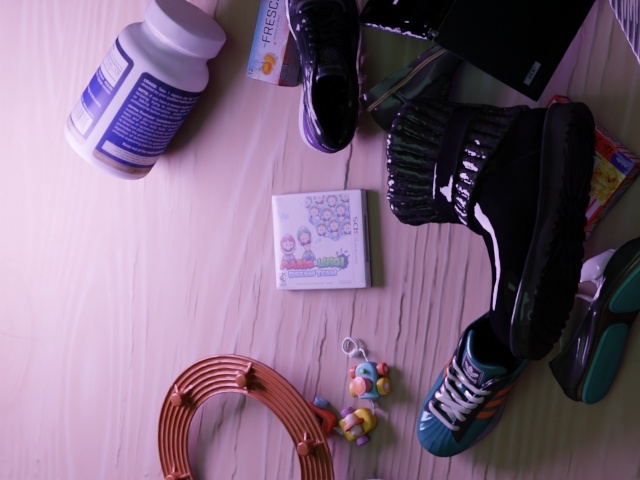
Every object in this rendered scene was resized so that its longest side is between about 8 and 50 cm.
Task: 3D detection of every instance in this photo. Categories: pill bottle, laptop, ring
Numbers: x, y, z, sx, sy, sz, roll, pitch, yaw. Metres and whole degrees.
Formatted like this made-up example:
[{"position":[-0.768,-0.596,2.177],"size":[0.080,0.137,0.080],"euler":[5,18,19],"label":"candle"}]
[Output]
[{"position":[-0.263,-0.234,2.167],"size":[0.153,0.153,0.264],"euler":[46,115,22],"label":"pill bottle"},{"position":[0.218,-0.338,1.896],"size":[0.264,0.137,0.234],"euler":[25,83,53],"label":"laptop"},{"position":[-0.123,0.336,2.151],"size":[0.337,0.032,0.336],"euler":[8,105,33],"label":"ring"}]

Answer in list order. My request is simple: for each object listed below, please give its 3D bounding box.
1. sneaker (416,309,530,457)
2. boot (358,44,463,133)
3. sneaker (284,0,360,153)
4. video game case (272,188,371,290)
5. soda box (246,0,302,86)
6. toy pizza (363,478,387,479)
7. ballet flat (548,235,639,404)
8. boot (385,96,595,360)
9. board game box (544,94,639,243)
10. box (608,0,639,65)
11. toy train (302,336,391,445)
[{"position":[0.209,0.174,1.908],"size":[0.108,0.121,0.302],"euler":[43,114,23],"label":"sneaker"},{"position":[0.170,-0.195,1.959],"size":[0.198,0.077,0.137],"euler":[-33,93,23],"label":"boot"},{"position":[0.016,-0.263,1.990],"size":[0.107,0.124,0.283],"euler":[-7,95,-6],"label":"sneaker"},{"position":[0.000,0.000,2.091],"size":[0.157,0.019,0.143],"euler":[-3,91,33],"label":"video game case"},{"position":[-0.052,-0.319,2.086],"size":[0.063,0.058,0.183],"euler":[19,101,30],"label":"soda box"},{"position":[0.086,0.439,2.030],"size":[0.201,0.032,0.201],"euler":[4,100,23],"label":"toy pizza"},{"position":[0.364,0.079,1.816],"size":[0.096,0.095,0.280],"euler":[45,121,38],"label":"ballet flat"},{"position":[0.199,-0.021,1.816],"size":[0.260,0.131,0.347],"euler":[2,68,30],"label":"boot"},{"position":[0.310,-0.071,1.876],"size":[0.147,0.045,0.193],"euler":[45,114,24],"label":"board game box"},{"position":[0.401,-0.254,1.585],"size":[0.113,0.094,0.275],"euler":[-47,48,37],"label":"box"},{"position":[0.030,0.229,2.068],"size":[0.125,0.046,0.166],"euler":[35,110,26],"label":"toy train"}]
